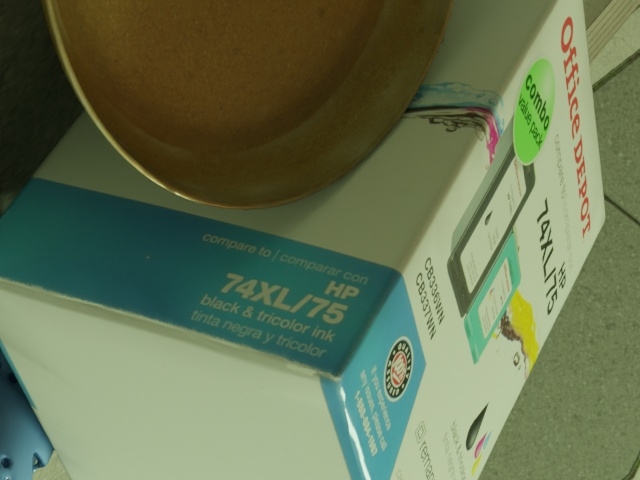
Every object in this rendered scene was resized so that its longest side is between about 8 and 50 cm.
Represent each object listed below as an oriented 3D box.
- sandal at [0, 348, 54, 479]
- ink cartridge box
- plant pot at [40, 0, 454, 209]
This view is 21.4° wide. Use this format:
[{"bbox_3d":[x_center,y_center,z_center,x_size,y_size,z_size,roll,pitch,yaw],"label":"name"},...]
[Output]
[{"bbox_3d":[-0.168,0.064,0.896,0.138,0.126,0.317,-61,175,33],"label":"sandal"},{"bbox_3d":[0.000,0.000,0.847,0.270,0.197,0.198,-59,150,-32],"label":"ink cartridge box"},{"bbox_3d":[-0.026,-0.131,0.684,0.236,0.032,0.236,-16,113,-43],"label":"plant pot"}]
